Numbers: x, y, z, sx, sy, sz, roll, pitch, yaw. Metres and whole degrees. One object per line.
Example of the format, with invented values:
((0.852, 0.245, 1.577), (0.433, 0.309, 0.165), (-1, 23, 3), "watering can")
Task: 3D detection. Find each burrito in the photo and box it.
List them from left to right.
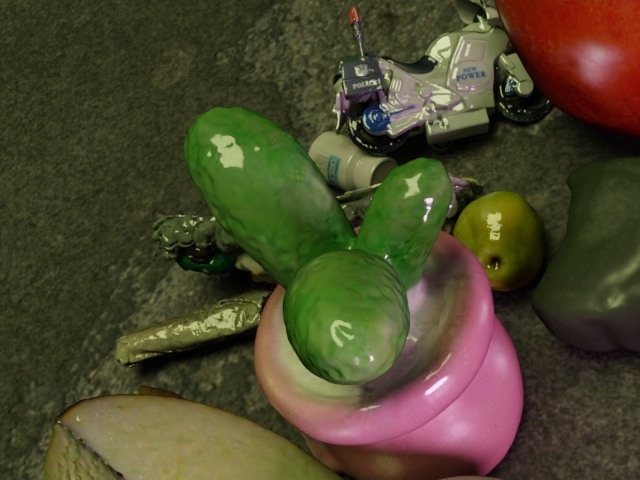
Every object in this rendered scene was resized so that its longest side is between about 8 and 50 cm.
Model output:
((-0.124, 0.088, 1.593), (0.171, 0.042, 0.051), (-15, 20, 14), "burrito")

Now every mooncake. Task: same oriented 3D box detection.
((0.257, 0.015, 1.390), (0.175, 0.104, 0.168), (-43, 50, -2), "mooncake")

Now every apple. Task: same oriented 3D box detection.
((-0.079, 0.272, 1.298), (0.346, 0.179, 0.254), (38, 76, 10), "apple")

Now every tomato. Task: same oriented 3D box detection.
((0.317, -0.247, 1.444), (0.325, 0.293, 0.290), (-20, 63, 9), "tomato")

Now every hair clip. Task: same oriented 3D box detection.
((-0.001, 0.002, 1.547), (0.321, 0.138, 0.091), (-11, 81, 22), "hair clip")

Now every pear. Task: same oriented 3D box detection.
((0.163, 0.000, 1.472), (0.092, 0.092, 0.097), (-10, 14, 23), "pear")

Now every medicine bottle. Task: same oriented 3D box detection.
((0.033, -0.074, 1.622), (0.089, 0.052, 0.052), (24, 70, 40), "medicine bottle")

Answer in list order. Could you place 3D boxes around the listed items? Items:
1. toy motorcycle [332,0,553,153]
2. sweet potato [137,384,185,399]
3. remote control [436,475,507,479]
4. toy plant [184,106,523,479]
((0.114, -0.168, 1.603), (0.221, 0.102, 0.150), (-13, 74, -2), "toy motorcycle")
((-0.111, 0.194, 1.500), (0.065, 0.051, 0.218), (-41, 47, -1), "sweet potato")
((0.136, 0.319, 1.185), (0.221, 0.103, 0.332), (5, 51, -13), "remote control")
((0.045, 0.073, 1.303), (0.210, 0.356, 0.317), (-29, 45, -3), "toy plant")
